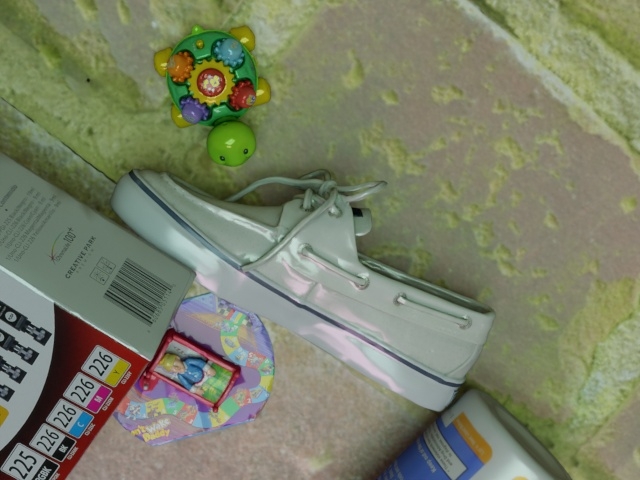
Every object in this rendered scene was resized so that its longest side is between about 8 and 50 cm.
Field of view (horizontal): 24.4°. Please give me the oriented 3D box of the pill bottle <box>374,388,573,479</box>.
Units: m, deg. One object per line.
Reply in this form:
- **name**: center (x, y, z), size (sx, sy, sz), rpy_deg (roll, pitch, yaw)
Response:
- **pill bottle**: center (0.098, 0.281, 1.369), size (0.152, 0.152, 0.272), rpy_deg (44, 97, -10)

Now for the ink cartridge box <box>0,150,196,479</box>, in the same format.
- **ink cartridge box**: center (-0.304, 0.088, 1.261), size (0.272, 0.130, 0.309), rpy_deg (32, 125, -6)

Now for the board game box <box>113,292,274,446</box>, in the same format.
- **board game box**: center (-0.126, 0.125, 1.386), size (0.168, 0.033, 0.133), rpy_deg (-14, 102, 1)

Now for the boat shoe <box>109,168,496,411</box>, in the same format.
- **boat shoe**: center (0.002, 0.003, 1.314), size (0.367, 0.136, 0.156), rpy_deg (31, 99, -11)

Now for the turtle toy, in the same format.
- **turtle toy**: center (-0.092, -0.129, 1.316), size (0.095, 0.066, 0.130), rpy_deg (-17, 102, 1)
